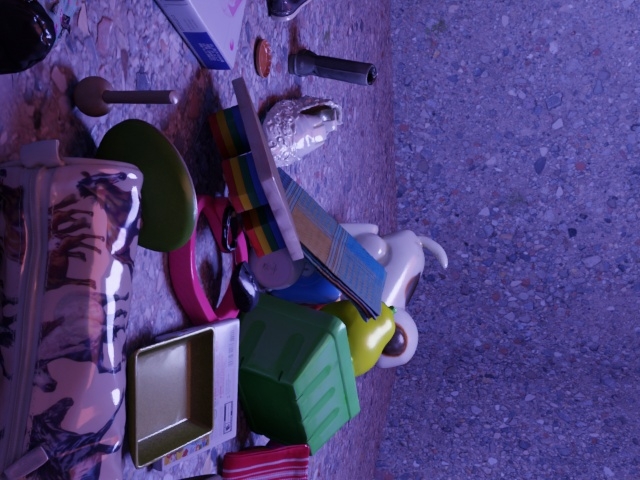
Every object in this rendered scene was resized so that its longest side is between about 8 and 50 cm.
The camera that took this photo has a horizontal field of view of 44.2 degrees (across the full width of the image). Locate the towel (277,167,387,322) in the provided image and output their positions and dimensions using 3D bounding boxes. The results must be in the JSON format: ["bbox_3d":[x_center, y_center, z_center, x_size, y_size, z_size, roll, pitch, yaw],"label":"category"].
[{"bbox_3d":[0.000,0.000,1.736,0.040,0.370,0.271,-44,-173,20],"label":"towel"}]

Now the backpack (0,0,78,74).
[{"bbox_3d":[-0.312,-0.241,0.772,0.115,0.151,0.182,87,2,-45],"label":"backpack"}]

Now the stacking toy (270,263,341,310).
[{"bbox_3d":[-0.008,0.141,1.993,0.302,0.175,0.166,71,25,-59],"label":"stacking toy"}]

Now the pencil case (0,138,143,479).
[{"bbox_3d":[-0.290,0.102,0.871,0.183,0.159,0.411,163,-69,-89],"label":"pencil case"}]

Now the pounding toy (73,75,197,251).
[{"bbox_3d":[-0.260,-0.078,1.005,0.110,0.183,0.237,-31,128,-42],"label":"pounding toy"}]

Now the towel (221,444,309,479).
[{"bbox_3d":[-0.118,0.569,1.669,0.031,0.198,0.275,-163,-105,-64],"label":"towel"}]

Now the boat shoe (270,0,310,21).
[{"bbox_3d":[-0.062,-0.573,1.800,0.206,0.075,0.065,-66,159,-44],"label":"boat shoe"}]

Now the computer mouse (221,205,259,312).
[{"bbox_3d":[-0.146,0.040,1.474,0.071,0.041,0.242,-66,156,-46],"label":"computer mouse"}]

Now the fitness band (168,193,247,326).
[{"bbox_3d":[-0.203,0.043,1.445,0.291,0.054,0.209,74,27,-52],"label":"fitness band"}]

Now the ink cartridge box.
[{"bbox_3d":[-0.193,-0.504,1.303,0.324,0.071,0.330,50,47,-70],"label":"ink cartridge box"}]

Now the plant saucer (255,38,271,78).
[{"bbox_3d":[-0.125,-0.395,1.713,0.083,0.013,0.084,4,90,-77],"label":"plant saucer"}]

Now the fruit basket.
[{"bbox_3d":[-0.009,0.246,1.775,0.392,0.282,0.392,-44,142,-49],"label":"fruit basket"}]

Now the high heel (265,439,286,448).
[{"bbox_3d":[-0.101,0.639,1.816,0.181,0.127,0.377,-78,171,-72],"label":"high heel"}]

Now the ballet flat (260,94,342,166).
[{"bbox_3d":[-0.036,-0.272,1.864,0.409,0.146,0.147,-55,146,-63],"label":"ballet flat"}]

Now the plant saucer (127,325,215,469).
[{"bbox_3d":[-0.244,0.241,1.255,0.188,0.045,0.188,-12,106,-59],"label":"plant saucer"}]

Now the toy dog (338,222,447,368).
[{"bbox_3d":[0.186,0.186,2.384,0.284,0.395,0.408,83,6,-67],"label":"toy dog"}]

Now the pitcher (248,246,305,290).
[{"bbox_3d":[-0.098,0.053,1.753,0.207,0.125,0.178,-78,-178,-72],"label":"pitcher"}]

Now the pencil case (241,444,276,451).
[{"bbox_3d":[-0.136,0.571,1.746,0.104,0.104,0.237,13,82,-76],"label":"pencil case"}]

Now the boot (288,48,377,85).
[{"bbox_3d":[0.041,-0.432,1.966,0.190,0.208,0.076,-55,146,-64],"label":"boot"}]

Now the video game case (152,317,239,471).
[{"bbox_3d":[-0.215,0.262,1.380,0.206,0.026,0.227,-8,103,-59],"label":"video game case"}]

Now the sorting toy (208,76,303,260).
[{"bbox_3d":[-0.127,-0.120,1.467,0.257,0.089,0.256,71,1,-54],"label":"sorting toy"}]

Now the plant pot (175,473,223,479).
[{"bbox_3d":[-0.206,0.490,1.210,0.263,0.263,0.229,25,51,-75],"label":"plant pot"}]
